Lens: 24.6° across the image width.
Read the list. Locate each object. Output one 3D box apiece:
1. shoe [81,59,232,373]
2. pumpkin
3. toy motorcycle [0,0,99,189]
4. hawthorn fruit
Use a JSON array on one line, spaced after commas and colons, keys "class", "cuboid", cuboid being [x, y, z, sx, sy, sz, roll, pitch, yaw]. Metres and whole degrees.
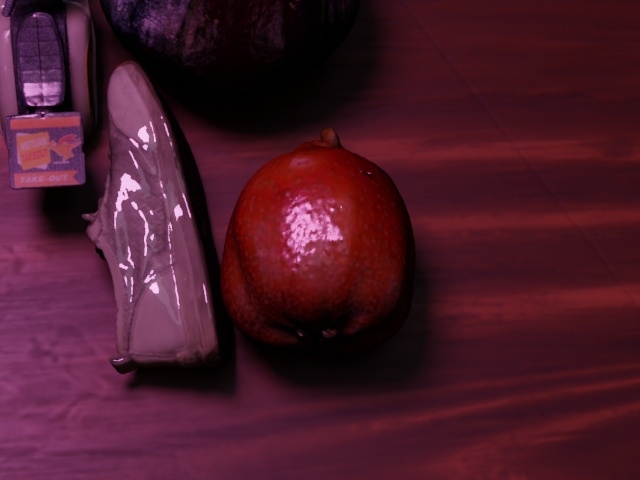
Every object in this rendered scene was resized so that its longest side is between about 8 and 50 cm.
[{"class": "shoe", "cuboid": [-0.145, -0.019, 1.214, 0.098, 0.103, 0.275, -13, 69, 1]}, {"class": "pumpkin", "cuboid": [-0.076, -0.230, 1.262, 0.233, 0.163, 0.233, 11, 48, -12]}, {"class": "toy motorcycle", "cuboid": [-0.230, -0.183, 1.204, 0.091, 0.157, 0.263, -5, 102, -9]}, {"class": "hawthorn fruit", "cuboid": [0.000, 0.000, 1.201, 0.169, 0.169, 0.188, 4, 62, -8]}]
